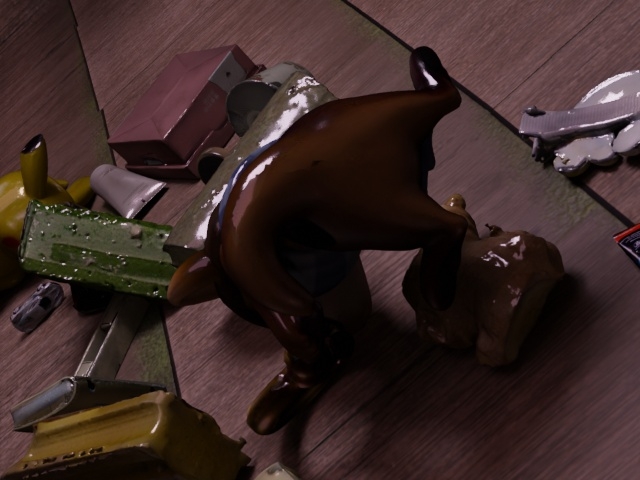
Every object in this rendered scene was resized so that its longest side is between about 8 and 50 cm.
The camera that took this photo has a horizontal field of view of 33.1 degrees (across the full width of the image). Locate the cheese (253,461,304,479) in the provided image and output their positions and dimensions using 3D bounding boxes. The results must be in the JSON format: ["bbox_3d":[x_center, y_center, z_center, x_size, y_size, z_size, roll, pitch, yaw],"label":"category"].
[{"bbox_3d":[-0.085,0.312,0.930,0.251,0.054,0.127,-49,26,-7],"label":"cheese"}]

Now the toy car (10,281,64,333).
[{"bbox_3d":[-0.428,0.101,1.637,0.093,0.041,0.025,-43,33,5],"label":"toy car"}]

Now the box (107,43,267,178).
[{"bbox_3d":[-0.212,-0.203,1.705,0.215,0.086,0.215,6,56,54],"label":"box"}]

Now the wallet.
[{"bbox_3d":[-0.258,0.190,1.207,0.110,0.155,0.039,-30,66,24],"label":"wallet"}]

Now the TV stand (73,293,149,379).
[{"bbox_3d":[-0.286,0.164,1.384,0.042,0.036,0.249,-16,40,38],"label":"TV stand"}]

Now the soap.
[{"bbox_3d":[-0.197,0.228,1.091,0.233,0.135,0.076,-21,37,36],"label":"soap"}]

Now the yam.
[{"bbox_3d":[-0.049,-0.053,1.242,0.268,0.161,0.161,-53,30,-18],"label":"yam"}]

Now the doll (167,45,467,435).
[{"bbox_3d":[0.004,0.002,0.983,0.318,0.209,0.340,-61,9,-25],"label":"doll"}]

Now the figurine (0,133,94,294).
[{"bbox_3d":[-0.514,-0.020,1.783,0.327,0.218,0.169,-28,73,14],"label":"figurine"}]

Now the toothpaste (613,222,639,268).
[{"bbox_3d":[0.290,0.025,0.841,0.071,0.045,0.193,-29,26,11],"label":"toothpaste"}]

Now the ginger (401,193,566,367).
[{"bbox_3d":[0.132,0.034,0.991,0.137,0.074,0.213,-49,35,-4],"label":"ginger"}]

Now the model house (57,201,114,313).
[{"bbox_3d":[-0.355,0.019,1.543,0.165,0.152,0.106,-20,31,34],"label":"model house"}]

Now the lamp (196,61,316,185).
[{"bbox_3d":[-0.083,-0.152,1.439,0.121,0.121,0.215,-13,30,43],"label":"lamp"}]

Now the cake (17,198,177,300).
[{"bbox_3d":[-0.269,0.019,1.426,0.099,0.235,0.100,93,-172,-82],"label":"cake"}]

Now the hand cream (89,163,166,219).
[{"bbox_3d":[-0.315,-0.081,1.722,0.087,0.054,0.186,-47,35,-13],"label":"hand cream"}]

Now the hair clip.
[{"bbox_3d":[0.274,-0.119,1.033,0.172,0.049,0.116,-14,46,38],"label":"hair clip"}]
